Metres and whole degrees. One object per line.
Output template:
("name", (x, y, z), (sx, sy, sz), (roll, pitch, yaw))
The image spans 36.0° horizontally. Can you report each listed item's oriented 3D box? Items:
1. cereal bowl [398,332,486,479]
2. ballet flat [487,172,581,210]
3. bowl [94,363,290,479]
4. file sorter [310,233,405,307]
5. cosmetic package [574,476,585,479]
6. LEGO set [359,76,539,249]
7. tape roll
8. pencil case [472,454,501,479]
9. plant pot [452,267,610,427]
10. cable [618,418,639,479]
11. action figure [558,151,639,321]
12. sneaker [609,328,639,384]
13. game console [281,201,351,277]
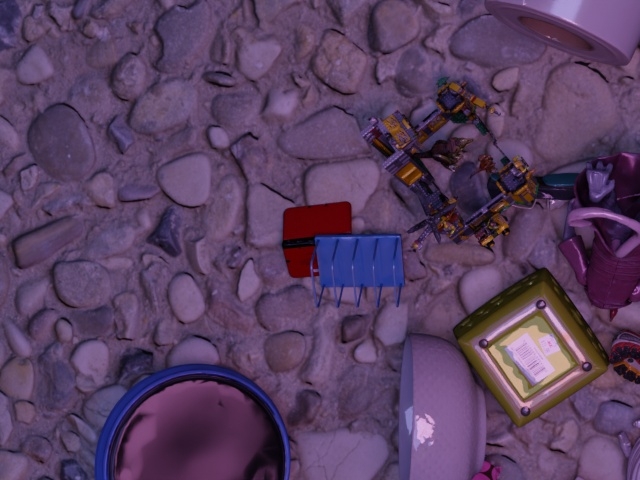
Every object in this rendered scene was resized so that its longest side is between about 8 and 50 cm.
("cereal bowl", (0.222, 0.340, 1.800), (0.141, 0.339, 0.339), (2, 91, 0))
("ballet flat", (0.421, -0.093, 1.884), (0.203, 0.074, 0.074), (1, 91, 6))
("bowl", (-0.243, 0.438, 1.932), (0.391, 0.077, 0.391), (2, 83, -16))
("file sorter", (0.072, 0.064, 1.913), (0.170, 0.104, 0.118), (-1, 121, 10))
("cosmetic package", (0.535, 0.543, 1.783), (0.231, 0.085, 0.117), (26, 56, 35))
("LEGO set", (0.230, -0.156, 1.814), (0.255, 0.192, 0.331), (-31, 63, 16))
("tape roll", (0.440, -0.414, 1.762), (0.286, 0.286, 0.100), (26, 96, 11))
("pencil case", (0.293, 0.514, 1.846), (0.098, 0.095, 0.209), (5, 51, 2))
("plant pot", (0.388, 0.203, 1.818), (0.227, 0.207, 0.228), (-36, 84, 10))
("cable", (0.695, 0.444, 1.801), (0.257, 0.089, 0.257), (-12, 94, 12))
("action figure", (0.544, 0.024, 1.737), (0.248, 0.276, 0.370), (12, 132, 15))
("sneaker", (0.636, 0.239, 1.824), (0.225, 0.093, 0.088), (37, 123, -8))
("game console", (0.000, 0.000, 1.999), (0.144, 0.085, 0.124), (-6, 120, 13))
